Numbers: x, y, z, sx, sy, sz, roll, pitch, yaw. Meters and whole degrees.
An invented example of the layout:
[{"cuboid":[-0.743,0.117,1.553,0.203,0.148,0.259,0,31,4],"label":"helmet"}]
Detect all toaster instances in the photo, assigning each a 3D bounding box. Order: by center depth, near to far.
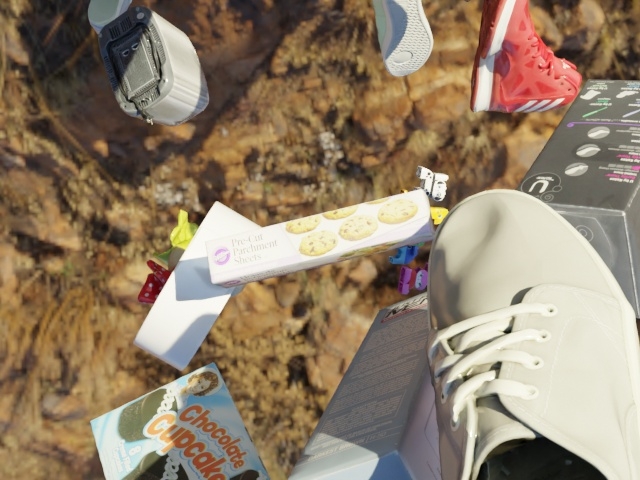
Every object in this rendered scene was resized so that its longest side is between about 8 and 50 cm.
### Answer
[{"cuboid":[-0.289,-0.297,1.725,0.129,0.226,0.146,-30,161,22],"label":"toaster"}]

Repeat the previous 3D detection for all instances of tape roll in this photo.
[{"cuboid":[-0.206,0.076,1.654,0.100,0.286,0.286,31,141,-5],"label":"tape roll"}]

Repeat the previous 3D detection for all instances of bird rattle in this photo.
[{"cuboid":[-0.245,0.051,1.937,0.207,0.253,0.143,12,112,-9],"label":"bird rattle"}]

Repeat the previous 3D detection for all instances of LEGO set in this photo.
[{"cuboid":[0.189,-0.023,1.738,0.093,0.087,0.227,4,103,-20],"label":"LEGO set"}]

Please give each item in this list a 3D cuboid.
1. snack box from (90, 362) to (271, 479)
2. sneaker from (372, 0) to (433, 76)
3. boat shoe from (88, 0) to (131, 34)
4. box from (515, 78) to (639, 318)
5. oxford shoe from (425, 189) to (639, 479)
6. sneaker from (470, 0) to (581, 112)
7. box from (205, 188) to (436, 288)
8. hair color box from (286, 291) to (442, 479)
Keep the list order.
[{"cuboid":[-0.164,0.301,1.206,0.187,0.322,0.060,-25,126,-10],"label":"snack box"},{"cuboid":[0.138,-0.425,1.760,0.094,0.151,0.256,-15,146,-2],"label":"sneaker"},{"cuboid":[-0.431,-0.533,2.039,0.079,0.227,0.081,19,164,-3],"label":"boat shoe"},{"cuboid":[0.358,-0.060,1.186,0.143,0.270,0.165,8,133,36],"label":"box"},{"cuboid":[0.147,0.110,0.712,0.169,0.449,0.130,-31,128,27],"label":"oxford shoe"},{"cuboid":[0.254,-0.234,1.153,0.128,0.087,0.221,5,152,2],"label":"sneaker"},{"cuboid":[0.000,0.000,1.369,0.324,0.067,0.063,-13,167,12],"label":"box"},{"cuboid":[0.106,0.199,0.950,0.114,0.185,0.374,-24,-169,23],"label":"hair color box"}]
